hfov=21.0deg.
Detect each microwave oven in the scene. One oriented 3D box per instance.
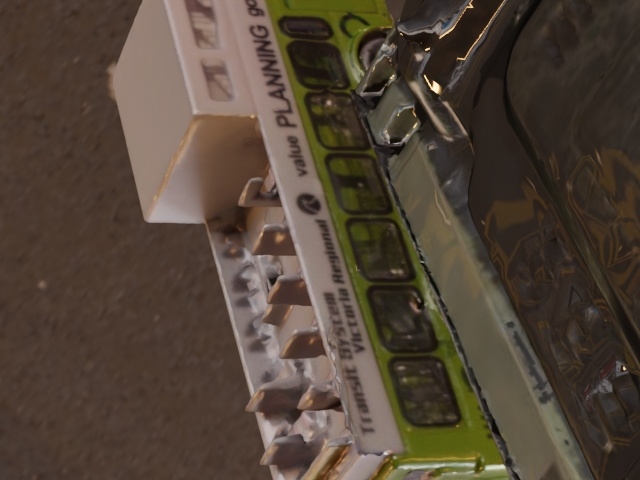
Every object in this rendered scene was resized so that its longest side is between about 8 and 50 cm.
[{"bbox_3d":[0.147,-0.016,0.444,0.181,0.295,0.237,18,121,-26],"label":"microwave oven"}]

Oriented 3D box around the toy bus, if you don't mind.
[{"bbox_3d":[0.000,0.000,0.837,0.139,0.302,0.113,-1,144,-25],"label":"toy bus"}]
